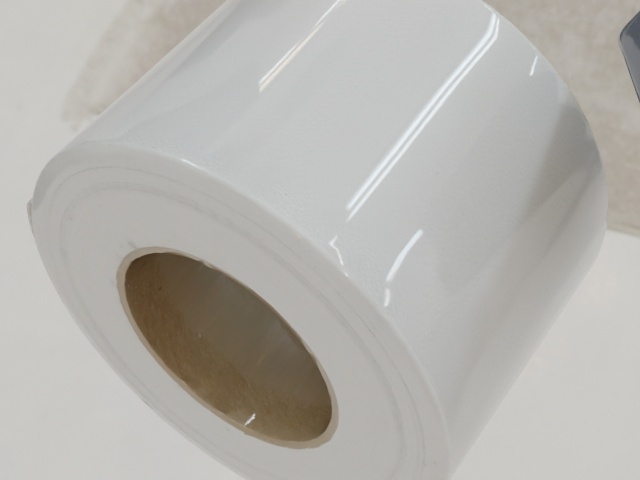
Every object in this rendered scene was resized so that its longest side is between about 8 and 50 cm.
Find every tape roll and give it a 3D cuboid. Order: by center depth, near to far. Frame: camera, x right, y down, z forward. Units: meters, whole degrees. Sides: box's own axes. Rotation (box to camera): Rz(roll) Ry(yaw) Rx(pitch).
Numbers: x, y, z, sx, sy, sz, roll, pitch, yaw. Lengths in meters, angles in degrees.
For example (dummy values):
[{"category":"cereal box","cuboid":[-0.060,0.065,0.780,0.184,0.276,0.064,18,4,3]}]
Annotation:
[{"category":"tape roll","cuboid":[0.000,0.000,0.626,0.246,0.246,0.169,26,55,20]}]

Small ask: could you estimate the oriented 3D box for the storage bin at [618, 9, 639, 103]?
[{"category":"storage bin","cuboid":[0.190,-0.064,0.529,0.091,0.098,0.135,30,32,-20]}]
